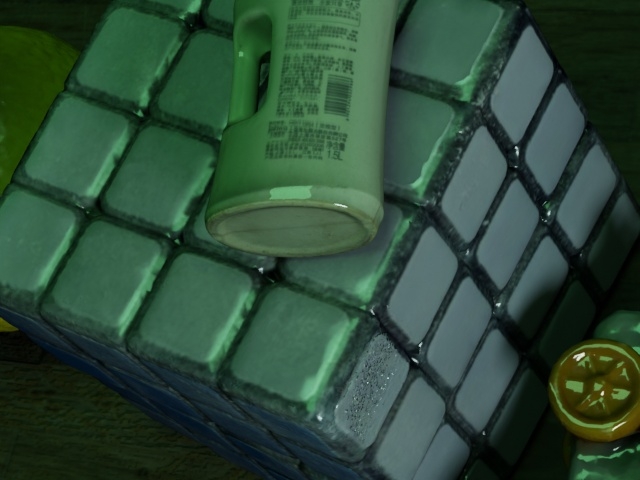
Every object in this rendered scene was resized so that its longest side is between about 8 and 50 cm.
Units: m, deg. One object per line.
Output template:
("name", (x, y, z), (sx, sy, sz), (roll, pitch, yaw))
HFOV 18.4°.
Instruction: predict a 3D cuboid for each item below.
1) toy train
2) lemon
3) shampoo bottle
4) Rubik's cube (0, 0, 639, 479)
("toy train", (0.268, 0.189, 1.402), (0.231, 0.163, 0.369), (6, 67, 18))
("lemon", (-0.279, -0.054, 1.725), (0.267, 0.267, 0.267), (-11, 61, 20))
("shampoo bottle", (-0.007, -0.110, 1.317), (0.118, 0.087, 0.234), (-5, 63, 22))
("Rubik's cube", (0.000, 0.000, 1.512), (0.344, 0.337, 0.344), (20, 74, 30))
